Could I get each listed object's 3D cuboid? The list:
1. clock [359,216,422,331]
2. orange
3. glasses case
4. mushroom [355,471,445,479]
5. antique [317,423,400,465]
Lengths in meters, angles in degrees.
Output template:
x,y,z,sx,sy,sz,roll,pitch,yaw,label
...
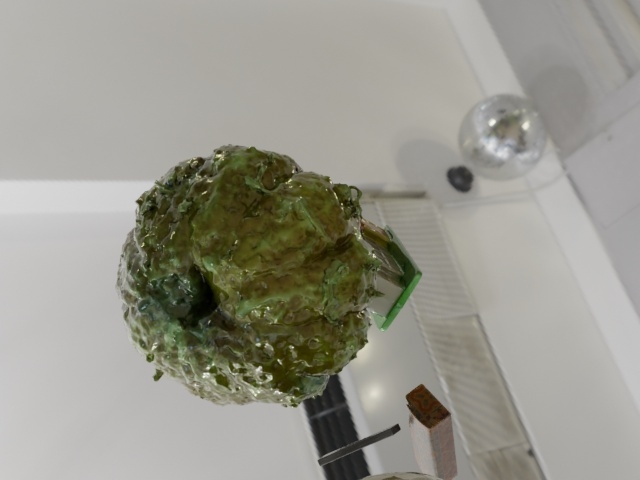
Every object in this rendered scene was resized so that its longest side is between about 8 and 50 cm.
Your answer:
x,y,z,sx,sy,sz,roll,pitch,yaw,label
0.000,0.000,1.229,0.255,0.106,0.220,28,-167,-17,clock
-0.085,0.050,0.894,0.301,0.300,0.223,29,-164,15,orange
0.184,0.332,1.362,0.049,0.218,0.075,-33,-130,-16,glasses case
0.050,0.378,0.752,0.315,0.315,0.356,55,-167,12,mushroom
0.068,0.370,1.473,0.031,0.192,0.015,-14,-106,-52,antique
